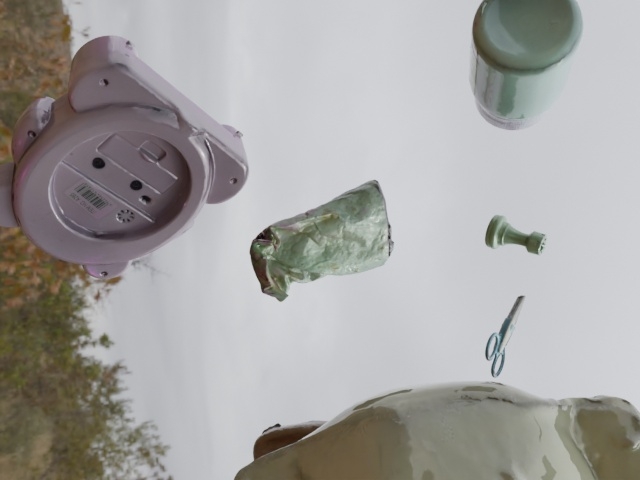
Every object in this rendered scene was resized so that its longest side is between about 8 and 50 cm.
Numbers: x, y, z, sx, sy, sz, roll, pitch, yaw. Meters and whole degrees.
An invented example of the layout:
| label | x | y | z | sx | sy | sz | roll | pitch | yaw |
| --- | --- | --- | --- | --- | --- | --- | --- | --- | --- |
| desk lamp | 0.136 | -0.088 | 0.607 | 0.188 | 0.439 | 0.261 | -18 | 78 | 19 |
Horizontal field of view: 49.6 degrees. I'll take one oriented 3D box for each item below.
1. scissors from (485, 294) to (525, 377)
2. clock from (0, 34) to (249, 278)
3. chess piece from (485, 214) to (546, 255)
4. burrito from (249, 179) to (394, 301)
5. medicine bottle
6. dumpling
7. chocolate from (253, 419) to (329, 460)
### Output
| label | x | y | z | sx | sy | sz | roll | pitch | yaw |
| --- | --- | --- | --- | --- | --- | --- | --- | --- | --- |
| scissors | 0.227 | 0.110 | 0.847 | 0.014 | 0.119 | 0.058 | 4 | -48 | 38 |
| clock | -0.298 | -0.098 | 1.005 | 0.322 | 0.295 | 0.113 | -38 | -139 | 17 |
| chess piece | 0.369 | -0.006 | 1.304 | 0.103 | 0.067 | 0.067 | 18 | -61 | 29 |
| burrito | 0.000 | 0.000 | 1.089 | 0.089 | 0.228 | 0.144 | -142 | -142 | -61 |
| medicine bottle | 0.279 | -0.250 | 0.971 | 0.225 | 0.139 | 0.139 | 49 | 26 | -73 |
| dumpling | 0.128 | 0.286 | 0.628 | 0.233 | 0.394 | 0.316 | 88 | -12 | -73 |
| chocolate | -0.016 | 0.364 | 0.885 | 0.161 | 0.083 | 0.262 | -17 | -104 | 25 |
